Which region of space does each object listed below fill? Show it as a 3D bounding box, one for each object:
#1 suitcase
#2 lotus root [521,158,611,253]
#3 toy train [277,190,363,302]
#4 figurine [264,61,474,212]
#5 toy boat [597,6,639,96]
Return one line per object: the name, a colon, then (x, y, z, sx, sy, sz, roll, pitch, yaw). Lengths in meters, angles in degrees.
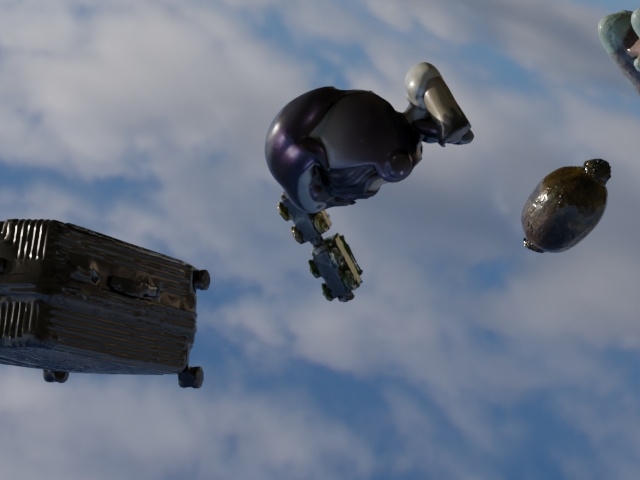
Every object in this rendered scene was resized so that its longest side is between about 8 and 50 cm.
suitcase: (-0.301, 0.077, 1.514, 0.229, 0.152, 0.335, -1, 169, 24)
lotus root: (0.411, -0.058, 2.230, 0.120, 0.209, 0.120, 24, -145, -18)
toy train: (0.000, 0.000, 2.037, 0.202, 0.060, 0.081, 62, -162, -14)
figurine: (0.048, -0.116, 1.467, 0.145, 0.222, 0.145, 62, -177, -6)
toy boat: (0.393, -0.158, 1.436, 0.227, 0.085, 0.155, 40, 170, -13)
